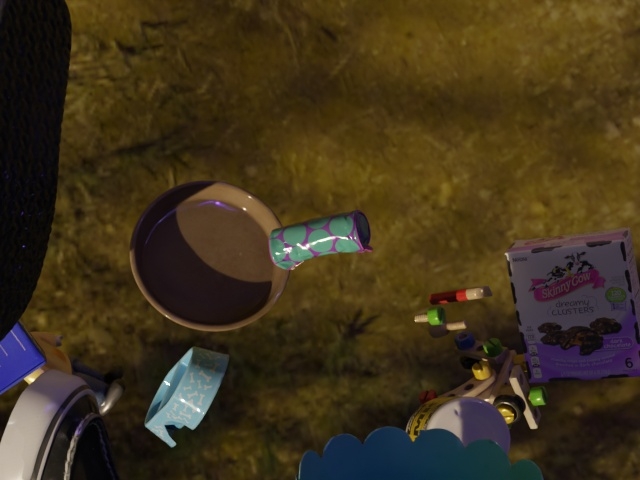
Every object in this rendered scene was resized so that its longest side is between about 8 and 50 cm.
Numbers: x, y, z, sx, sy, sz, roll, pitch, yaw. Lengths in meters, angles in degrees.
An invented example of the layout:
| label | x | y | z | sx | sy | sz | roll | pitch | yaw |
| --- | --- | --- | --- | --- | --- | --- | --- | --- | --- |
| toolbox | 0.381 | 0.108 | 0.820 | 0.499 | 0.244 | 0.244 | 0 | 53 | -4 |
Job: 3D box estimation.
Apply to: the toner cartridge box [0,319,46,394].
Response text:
| label | x | y | z | sx | sy | sz | roll | pitch | yaw |
| --- | --- | --- | --- | --- | --- | --- | --- | --- | --- |
| toner cartridge box | -0.557 | 0.075 | 1.584 | 0.165 | 0.075 | 0.348 | -35 | 103 | -11 |

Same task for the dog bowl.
| label | x | y | z | sx | sy | sz | roll | pitch | yaw |
| --- | --- | --- | --- | --- | --- | --- | --- | --- | --- |
| dog bowl | -0.277 | 0.311 | 2.264 | 0.074 | 0.166 | 0.297 | 29 | 148 | -11 |

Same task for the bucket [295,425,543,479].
| label | x | y | z | sx | sy | sz | roll | pitch | yaw |
| --- | --- | --- | --- | --- | --- | --- | --- | --- | --- |
| bucket | 0.104 | 0.327 | 1.134 | 0.281 | 0.281 | 0.183 | -2 | 107 | -20 |

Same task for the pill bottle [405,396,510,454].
| label | x | y | z | sx | sy | sz | roll | pitch | yaw |
| --- | --- | --- | --- | --- | --- | --- | --- | --- | --- |
| pill bottle | 0.191 | 0.285 | 1.616 | 0.119 | 0.119 | 0.208 | -11 | 173 | -9 |

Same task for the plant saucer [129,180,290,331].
| label | x | y | z | sx | sy | sz | roll | pitch | yaw |
| --- | --- | --- | --- | --- | --- | --- | --- | --- | --- |
| plant saucer | -0.189 | 0.029 | 1.922 | 0.278 | 0.278 | 0.041 | -5 | 158 | -15 |

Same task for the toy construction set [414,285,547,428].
| label | x | y | z | sx | sy | sz | roll | pitch | yaw |
| --- | --- | --- | --- | --- | --- | --- | --- | --- | --- |
| toy construction set | 0.334 | 0.241 | 2.171 | 0.237 | 0.309 | 0.257 | -13 | 179 | 38 |

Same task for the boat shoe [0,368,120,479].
| label | x | y | z | sx | sy | sz | roll | pitch | yaw |
| --- | --- | --- | --- | --- | --- | --- | --- | --- | --- |
| boat shoe | -0.156 | 0.234 | 0.773 | 0.105 | 0.113 | 0.306 | 11 | 110 | 16 |

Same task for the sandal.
| label | x | y | z | sx | sy | sz | roll | pitch | yaw |
| --- | --- | --- | --- | --- | --- | --- | --- | --- | --- |
| sandal | -0.383 | -0.081 | 1.275 | 0.107 | 0.445 | 0.167 | 5 | 170 | 27 |

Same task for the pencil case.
| label | x | y | z | sx | sy | sz | roll | pitch | yaw |
| --- | --- | --- | --- | --- | --- | --- | --- | --- | --- |
| pencil case | 0.000 | 0.000 | 1.726 | 0.152 | 0.064 | 0.070 | -13 | 102 | 20 |

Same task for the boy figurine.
| label | x | y | z | sx | sy | sz | roll | pitch | yaw |
| --- | --- | --- | --- | --- | --- | --- | --- | --- | --- |
| boy figurine | -0.506 | 0.219 | 2.080 | 0.285 | 0.177 | 0.092 | 34 | 106 | -24 |

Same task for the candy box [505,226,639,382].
| label | x | y | z | sx | sy | sz | roll | pitch | yaw |
| --- | --- | --- | --- | --- | --- | --- | --- | --- | --- |
| candy box | 0.357 | 0.091 | 1.545 | 0.165 | 0.196 | 0.070 | -7 | -167 | 26 |
